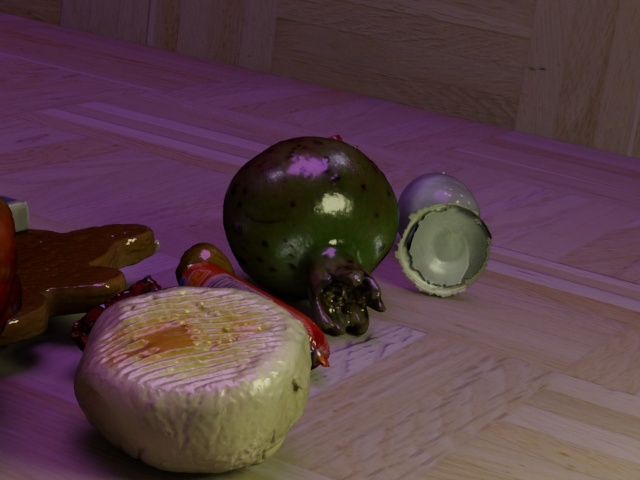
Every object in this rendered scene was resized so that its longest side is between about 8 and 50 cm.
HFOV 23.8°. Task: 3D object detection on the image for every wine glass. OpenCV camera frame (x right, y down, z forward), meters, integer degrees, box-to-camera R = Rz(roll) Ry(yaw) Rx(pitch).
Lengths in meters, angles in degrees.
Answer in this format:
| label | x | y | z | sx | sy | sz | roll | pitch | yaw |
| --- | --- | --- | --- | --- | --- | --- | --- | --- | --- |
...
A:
| label | x | y | z | sx | sy | sz | roll | pitch | yaw |
| --- | --- | --- | --- | --- | --- | --- | --- | --- | --- |
| wine glass | 0.181 | -0.023 | 2.312 | 0.143 | 0.143 | 0.321 | 8 | 15 | 0 |

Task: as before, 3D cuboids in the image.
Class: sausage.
| label | x | y | z | sx | sy | sz | roll | pitch | yaw |
| --- | --- | --- | --- | --- | --- | --- | --- | --- | --- |
| sausage | -0.075 | 0.099 | 1.878 | 0.074 | 0.074 | 0.274 | -5 | 20 | -38 |

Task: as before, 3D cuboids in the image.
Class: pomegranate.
| label | x | y | z | sx | sy | sz | roll | pitch | yaw |
| --- | --- | --- | --- | --- | --- | --- | --- | --- | --- |
| pomegranate | 0.014 | -0.006 | 2.062 | 0.242 | 0.242 | 0.306 | -10 | 44 | -47 |

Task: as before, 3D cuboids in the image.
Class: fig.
| label | x | y | z | sx | sy | sz | roll | pitch | yaw |
| --- | --- | --- | --- | --- | --- | --- | --- | --- | --- |
| fig | -0.144 | 0.046 | 2.030 | 0.098 | 0.084 | 0.082 | 17 | 52 | 8 |

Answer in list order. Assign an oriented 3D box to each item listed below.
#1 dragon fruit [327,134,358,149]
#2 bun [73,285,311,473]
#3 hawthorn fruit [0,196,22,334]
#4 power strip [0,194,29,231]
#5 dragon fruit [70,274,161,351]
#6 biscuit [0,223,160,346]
| label | x | y | z | sx | sy | sz | roll | pitch | yaw |
| --- | --- | --- | --- | --- | --- | --- | --- | --- | --- |
| dragon fruit | 0.035 | -0.066 | 2.310 | 0.122 | 0.192 | 0.092 | 3 | 15 | 44 |
| bun | -0.123 | 0.147 | 1.547 | 0.243 | 0.153 | 0.244 | 1 | 35 | -1 |
| hawthorn fruit | -0.505 | -0.002 | 1.511 | 0.402 | 0.403 | 0.403 | 7 | 16 | -2 |
| power strip | -0.542 | -0.049 | 2.123 | 0.106 | 0.043 | 0.367 | -16 | 19 | -40 |
| dragon fruit | -0.196 | 0.122 | 1.752 | 0.127 | 0.120 | 0.161 | -32 | -12 | 1 |
| biscuit | -0.369 | 0.066 | 1.864 | 0.283 | 0.064 | 0.432 | -2 | 16 | 6 |
